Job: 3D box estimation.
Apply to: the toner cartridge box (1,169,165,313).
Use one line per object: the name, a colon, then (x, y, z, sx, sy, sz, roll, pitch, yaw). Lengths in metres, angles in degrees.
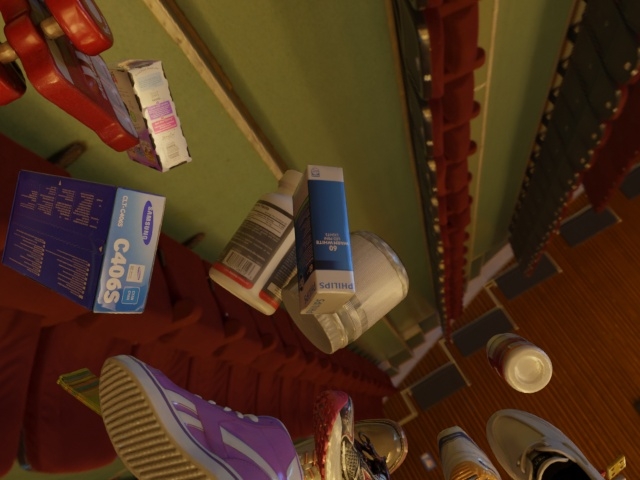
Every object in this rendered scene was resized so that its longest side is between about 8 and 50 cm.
toner cartridge box: (-0.371, -0.010, 0.797, 0.075, 0.347, 0.165, 9, 92, -48)

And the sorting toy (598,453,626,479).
sorting toy: (0.610, 0.583, 1.136, 0.132, 0.046, 0.275, -14, 120, -24)

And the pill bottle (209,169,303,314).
pill bottle: (-0.121, 0.002, 1.447, 0.363, 0.210, 0.210, -56, 160, -12)

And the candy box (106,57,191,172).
candy box: (-0.344, -0.247, 1.030, 0.070, 0.165, 0.196, -31, 125, -31)

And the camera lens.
camera lens: (0.067, 0.123, 1.329, 0.274, 0.219, 0.219, -36, 160, -21)

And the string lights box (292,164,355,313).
string lights box: (0.000, 0.000, 1.026, 0.076, 0.260, 0.133, 2, 156, -16)

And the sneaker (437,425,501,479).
sneaker: (0.299, 0.461, 0.976, 0.111, 0.131, 0.296, -22, 118, 5)

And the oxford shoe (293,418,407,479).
oxford shoe: (-0.008, 0.480, 1.104, 0.397, 0.140, 0.146, -30, 153, 17)

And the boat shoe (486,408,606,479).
boat shoe: (0.290, 0.285, 0.651, 0.095, 0.258, 0.084, -48, 119, -4)

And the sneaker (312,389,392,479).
sneaker: (0.055, 0.356, 0.832, 0.112, 0.121, 0.299, -13, 115, -2)

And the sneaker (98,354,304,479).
sneaker: (-0.143, 0.235, 0.650, 0.161, 0.282, 0.102, -6, 128, -57)

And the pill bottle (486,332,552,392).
pill bottle: (0.368, 0.225, 1.002, 0.086, 0.086, 0.152, -31, -179, 3)

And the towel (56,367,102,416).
towel: (-0.519, 0.388, 1.288, 0.021, 0.237, 0.102, -63, 167, 10)

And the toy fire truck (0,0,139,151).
toy fire truck: (-0.376, -0.287, 0.738, 0.169, 0.302, 0.254, -29, 167, 0)
